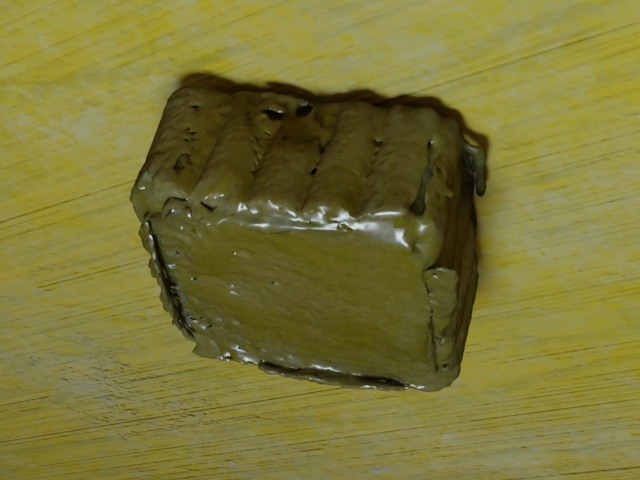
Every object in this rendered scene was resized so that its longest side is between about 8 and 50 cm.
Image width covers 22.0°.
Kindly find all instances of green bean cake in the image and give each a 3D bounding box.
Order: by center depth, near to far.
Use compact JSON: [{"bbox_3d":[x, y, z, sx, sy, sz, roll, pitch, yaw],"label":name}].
[{"bbox_3d":[0.000,0.000,1.148,0.224,0.131,0.230,7,146,13],"label":"green bean cake"}]
